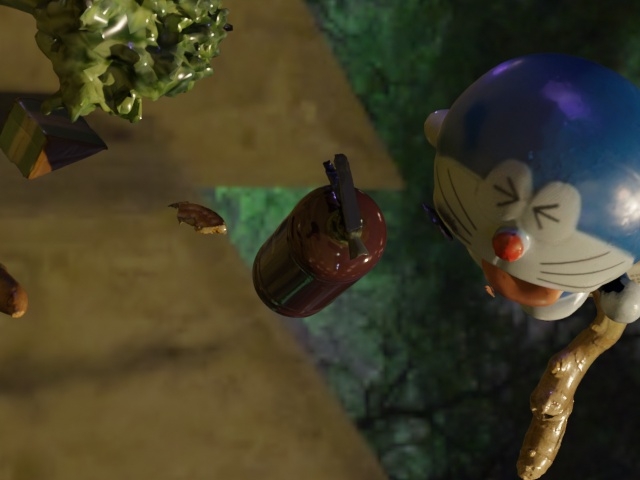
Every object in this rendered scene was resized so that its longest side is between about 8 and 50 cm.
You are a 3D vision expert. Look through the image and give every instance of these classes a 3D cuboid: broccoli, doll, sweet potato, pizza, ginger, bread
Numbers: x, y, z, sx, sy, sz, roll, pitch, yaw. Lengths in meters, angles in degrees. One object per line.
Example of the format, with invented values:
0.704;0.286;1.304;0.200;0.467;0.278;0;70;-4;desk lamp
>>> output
-0.258;-0.254;1.073;0.353;0.397;0.275;-75;149;-46;broccoli
0.147;-0.028;1.096;0.215;0.161;0.257;41;-13;14;doll
-0.475;0.061;2.322;0.195;0.056;0.056;44;-48;53;sweet potato
-0.130;-0.023;1.679;0.083;0.037;0.016;24;-53;35;pizza
0.301;0.162;1.927;0.075;0.089;0.288;32;-70;35;ginger
-0.318;-0.142;1.957;0.074;0.139;0.084;50;-46;15;bread

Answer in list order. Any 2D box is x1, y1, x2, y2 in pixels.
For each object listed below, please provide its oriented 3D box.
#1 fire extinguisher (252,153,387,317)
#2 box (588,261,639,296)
0.000;0.000;1.841;0.337;0.114;0.135;138;-66;-73;fire extinguisher
0.412;-0.013;2.139;0.071;0.259;0.168;65;19;-46;box
